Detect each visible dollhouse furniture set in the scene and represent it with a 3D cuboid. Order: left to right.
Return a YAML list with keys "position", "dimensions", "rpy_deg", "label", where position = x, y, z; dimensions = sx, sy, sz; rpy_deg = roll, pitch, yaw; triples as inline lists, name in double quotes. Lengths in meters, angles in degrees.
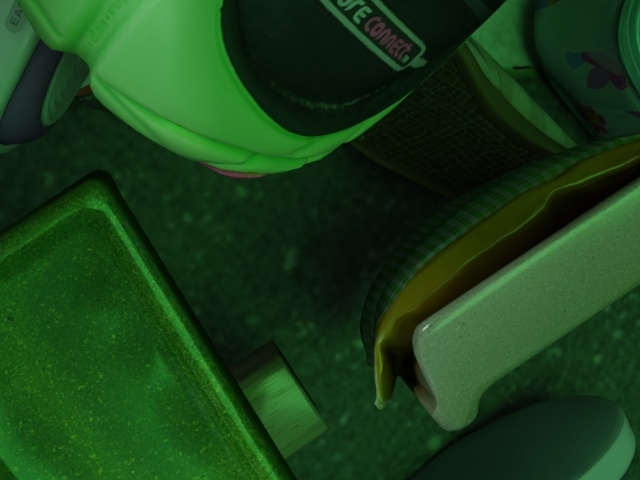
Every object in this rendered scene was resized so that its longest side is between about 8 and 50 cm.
- position: [0.000, 0.000, 0.576]
  dimensions: [0.302, 0.197, 0.151]
  rpy_deg: [-34, 98, -2]
  label: "dollhouse furniture set"

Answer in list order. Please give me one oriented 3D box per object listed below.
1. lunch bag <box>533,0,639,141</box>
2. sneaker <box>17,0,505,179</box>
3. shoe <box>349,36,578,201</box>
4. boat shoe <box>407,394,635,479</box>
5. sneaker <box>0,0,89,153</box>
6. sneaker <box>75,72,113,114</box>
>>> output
- position: [0.261, -0.098, 0.739]
  dimensions: [0.224, 0.108, 0.279]
  rpy_deg: [-47, 113, -10]
  label: "lunch bag"
- position: [0.086, -0.200, 0.523]
  dimensions: [0.185, 0.202, 0.482]
  rpy_deg: [43, 47, -8]
  label: "sneaker"
- position: [0.060, -0.064, 0.693]
  dimensions: [0.219, 0.058, 0.076]
  rpy_deg: [38, 103, -20]
  label: "shoe"
- position: [0.064, 0.183, 0.720]
  dimensions: [0.258, 0.095, 0.084]
  rpy_deg: [-36, 115, -3]
  label: "boat shoe"
- position: [-0.123, -0.194, 0.554]
  dimensions: [0.152, 0.114, 0.305]
  rpy_deg: [21, 76, 1]
  label: "sneaker"
- position: [-0.069, -0.126, 0.632]
  dimensions: [0.158, 0.061, 0.065]
  rpy_deg: [-57, 141, -4]
  label: "sneaker"
